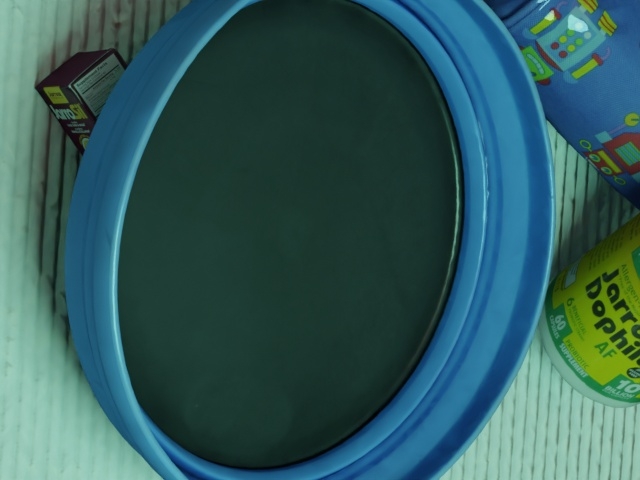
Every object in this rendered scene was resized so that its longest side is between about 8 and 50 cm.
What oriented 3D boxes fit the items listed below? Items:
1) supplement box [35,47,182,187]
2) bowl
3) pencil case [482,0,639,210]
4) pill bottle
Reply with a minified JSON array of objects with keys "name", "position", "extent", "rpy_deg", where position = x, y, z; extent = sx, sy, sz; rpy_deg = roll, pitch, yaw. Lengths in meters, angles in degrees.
[{"name":"supplement box","position":[-0.137,-0.079,1.252],"extent":[0.043,0.055,0.083],"rpy_deg":[-43,112,-23]},{"name":"bowl","position":[0.000,0.000,1.292],"extent":[0.391,0.077,0.391],"rpy_deg":[-11,106,-40]},{"name":"pencil case","position":[0.240,-0.112,1.444],"extent":[0.306,0.119,0.133],"rpy_deg":[41,53,-27]},{"name":"pill bottle","position":[0.263,0.029,1.402],"extent":[0.117,0.208,0.117],"rpy_deg":[20,51,-27]}]
